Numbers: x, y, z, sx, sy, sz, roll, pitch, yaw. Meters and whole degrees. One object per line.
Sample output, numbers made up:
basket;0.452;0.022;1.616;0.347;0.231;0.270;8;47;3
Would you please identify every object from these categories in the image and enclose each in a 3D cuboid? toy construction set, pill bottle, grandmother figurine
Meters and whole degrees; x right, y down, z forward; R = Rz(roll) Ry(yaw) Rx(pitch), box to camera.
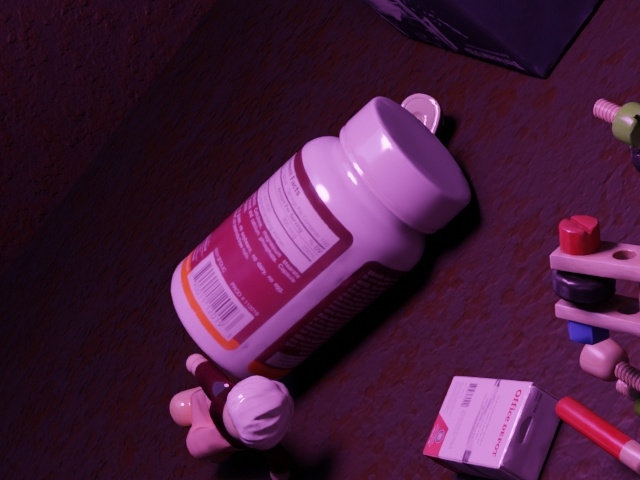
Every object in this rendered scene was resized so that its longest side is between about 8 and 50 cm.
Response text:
toy construction set;0.345;0.071;1.038;0.237;0.257;0.309;37;114;52
pill bottle;0.000;0.000;1.657;0.392;0.224;0.224;-41;29;22
grandmother figurine;-0.112;0.241;1.607;0.104;0.208;0.342;-49;3;-19

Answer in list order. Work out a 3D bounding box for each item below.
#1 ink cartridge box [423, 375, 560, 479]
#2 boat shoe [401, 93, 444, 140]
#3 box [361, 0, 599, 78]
ink cartridge box;0.185;0.203;1.301;0.135;0.056;0.099;-4;57;59
boat shoe;0.115;-0.099;1.775;0.233;0.084;0.079;-63;-12;1
box;0.131;-0.512;1.742;0.297;0.472;0.480;-56;26;3
